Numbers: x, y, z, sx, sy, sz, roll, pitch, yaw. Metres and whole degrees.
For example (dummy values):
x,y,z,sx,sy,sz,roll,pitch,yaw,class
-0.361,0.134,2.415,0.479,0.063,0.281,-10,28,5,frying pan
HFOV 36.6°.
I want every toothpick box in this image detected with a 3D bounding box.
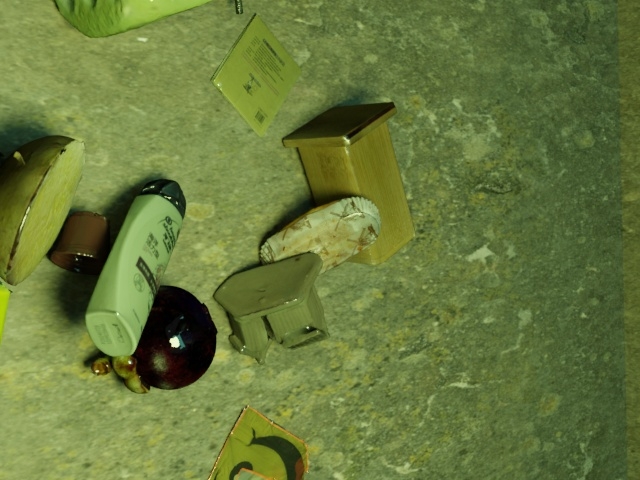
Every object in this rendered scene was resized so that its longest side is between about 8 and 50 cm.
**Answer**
x,y,z,sx,sy,sz,roll,pitch,yaw,class
0.080,-0.119,2.086,0.187,0.190,0.308,-38,120,-39,toothpick box

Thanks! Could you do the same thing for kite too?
x,y,z,sx,sy,sz,roll,pitch,yaw,class
-0.140,0.525,1.988,0.327,0.013,0.377,-14,102,-43,kite

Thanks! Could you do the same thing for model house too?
x,y,z,sx,sy,sz,roll,pitch,yaw,class
-0.080,0.149,1.939,0.229,0.122,0.188,-19,120,-3,model house

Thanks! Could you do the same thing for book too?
x,y,z,sx,sy,sz,roll,pitch,yaw,class
-0.127,-0.338,1.990,0.168,0.013,0.192,48,59,-34,book

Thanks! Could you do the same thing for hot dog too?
x,y,z,sx,sy,sz,roll,pitch,yaw,class
0.000,0.000,1.982,0.075,0.268,0.144,-101,164,-59,hot dog

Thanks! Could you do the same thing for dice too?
x,y,z,sx,sy,sz,roll,pitch,yaw,class
-0.313,-0.499,1.642,0.250,0.252,0.254,-33,111,-40,dice

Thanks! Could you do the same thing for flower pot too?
x,y,z,sx,sy,sz,roll,pitch,yaw,class
-0.404,0.001,1.668,0.111,0.111,0.089,27,61,-41,flower pot

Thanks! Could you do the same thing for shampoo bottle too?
x,y,z,sx,sy,sz,roll,pitch,yaw,class
-0.312,0.024,1.662,0.359,0.078,0.134,-78,160,-47,shampoo bottle

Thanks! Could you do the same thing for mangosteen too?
x,y,z,sx,sy,sz,roll,pitch,yaw,class
-0.299,0.186,1.727,0.230,0.194,0.194,-25,110,-13,mangosteen

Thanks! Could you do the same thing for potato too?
x,y,z,sx,sy,sz,roll,pitch,yaw,class
-0.469,-0.067,1.523,0.116,0.299,0.239,25,112,-7,potato

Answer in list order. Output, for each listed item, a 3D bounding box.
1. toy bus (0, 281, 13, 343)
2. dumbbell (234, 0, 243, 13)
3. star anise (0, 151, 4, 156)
x,y,z,sx,sy,sz,roll,pitch,yaw,class
-0.560,0.165,1.455,0.128,0.150,0.262,5,102,-44,toy bus
-0.169,-0.548,1.887,0.099,0.099,0.208,-10,96,-44,dumbbell
-0.614,-0.186,1.428,0.332,0.118,0.331,29,56,-54,star anise
